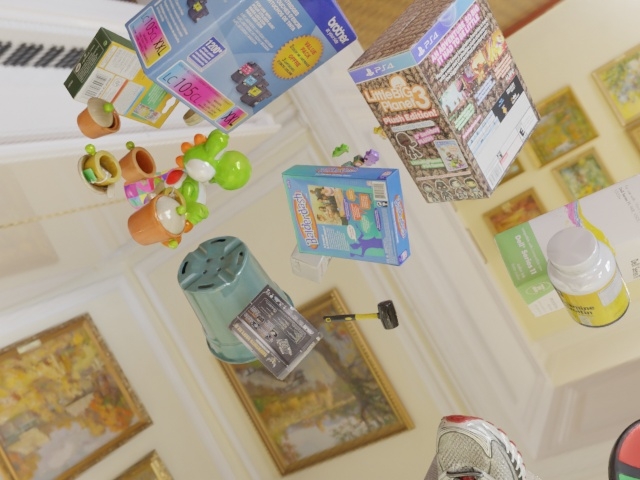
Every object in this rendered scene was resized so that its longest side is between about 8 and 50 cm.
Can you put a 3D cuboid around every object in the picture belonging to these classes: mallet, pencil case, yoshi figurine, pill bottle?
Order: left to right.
[{"bbox_3d":[-0.481,-0.166,1.937,0.236,0.104,0.104,-16,177,-3],"label":"pencil case"},{"bbox_3d":[-0.320,-0.136,1.760,0.203,0.203,0.362,3,134,-47],"label":"yoshi figurine"},{"bbox_3d":[0.086,0.164,1.424,0.190,0.062,0.039,-1,-162,31],"label":"mallet"},{"bbox_3d":[0.429,0.059,1.017,0.103,0.184,0.103,-22,-135,24],"label":"pill bottle"}]

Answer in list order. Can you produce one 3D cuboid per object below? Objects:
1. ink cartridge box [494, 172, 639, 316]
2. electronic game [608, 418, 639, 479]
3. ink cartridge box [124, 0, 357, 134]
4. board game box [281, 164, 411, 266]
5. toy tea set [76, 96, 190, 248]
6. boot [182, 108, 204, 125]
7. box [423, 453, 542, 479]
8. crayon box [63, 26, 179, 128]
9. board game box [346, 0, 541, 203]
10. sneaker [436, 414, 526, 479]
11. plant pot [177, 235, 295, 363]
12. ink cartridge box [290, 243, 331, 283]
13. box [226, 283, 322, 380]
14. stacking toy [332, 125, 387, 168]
[{"bbox_3d":[0.528,0.004,1.161,0.353,0.119,0.207,-25,148,18],"label":"ink cartridge box"},{"bbox_3d":[0.448,0.299,0.717,0.229,0.229,0.048,-28,141,-31],"label":"electronic game"},{"bbox_3d":[-0.113,-0.405,1.155,0.395,0.151,0.270,-35,155,13],"label":"ink cartridge box"},{"bbox_3d":[0.043,-0.046,1.078,0.210,0.160,0.047,7,-149,33],"label":"board game box"},{"bbox_3d":[-0.370,-0.141,1.292,0.124,0.336,0.200,-22,-147,23],"label":"toy tea set"},{"bbox_3d":[-0.369,-0.453,1.868,0.213,0.077,0.165,-37,133,16],"label":"boot"},{"bbox_3d":[0.264,0.382,0.944,0.114,0.203,0.103,12,-111,55],"label":"box"},{"bbox_3d":[-0.552,-0.464,1.841,0.203,0.083,0.323,-48,153,18],"label":"crayon box"},{"bbox_3d":[0.223,-0.249,1.085,0.141,0.291,0.232,-3,-140,49],"label":"board game box"},{"bbox_3d":[0.163,0.285,0.637,0.088,0.225,0.093,-10,-173,33],"label":"sneaker"},{"bbox_3d":[-0.299,0.183,2.139,0.341,0.334,0.341,-12,-137,12],"label":"plant pot"},{"bbox_3d":[0.000,0.000,1.502,0.127,0.072,0.175,86,28,-69],"label":"ink cartridge box"},{"bbox_3d":[-0.137,0.273,1.883,0.183,0.231,0.056,-47,159,-7],"label":"box"},{"bbox_3d":[0.110,-0.211,1.733,0.052,0.167,0.221,30,144,-35],"label":"stacking toy"}]
